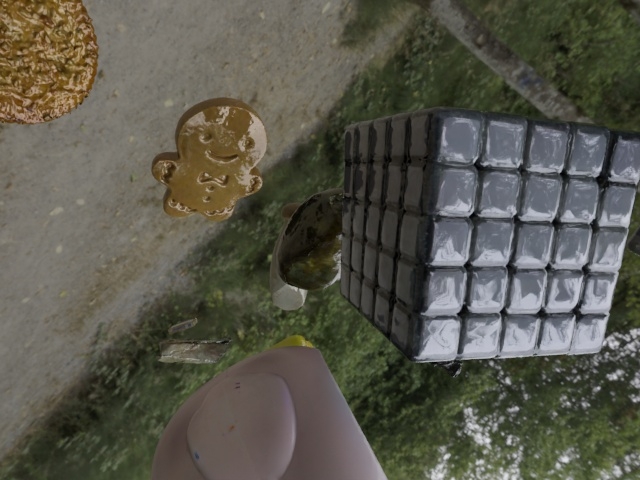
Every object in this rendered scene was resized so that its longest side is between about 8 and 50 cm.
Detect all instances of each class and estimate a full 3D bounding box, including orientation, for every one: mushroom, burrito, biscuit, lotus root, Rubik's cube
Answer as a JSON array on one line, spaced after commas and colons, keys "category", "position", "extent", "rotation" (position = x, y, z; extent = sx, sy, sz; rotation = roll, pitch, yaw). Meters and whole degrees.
[{"category": "mushroom", "position": [-0.086, 0.058, 1.417], "extent": [0.128, 0.128, 0.350], "rotation": [-48, 150, -73]}, {"category": "burrito", "position": [-0.246, 0.218, 0.924], "extent": [0.041, 0.149, 0.055], "rotation": [-38, -127, 52]}, {"category": "biscuit", "position": [-0.433, -0.291, 0.663], "extent": [0.254, 0.035, 0.254], "rotation": [-17, 111, -54]}, {"category": "lotus root", "position": [0.000, 0.000, 0.936], "extent": [0.160, 0.152, 0.275], "rotation": [0, 148, -27]}, {"category": "Rubik's cube", "position": [0.163, -0.019, 0.536], "extent": [0.237, 0.236, 0.238], "rotation": [-141, -127, -72]}, {"category": "biscuit", "position": [-0.255, -0.178, 1.126], "extent": [0.355, 0.275, 0.052], "rotation": [-54, -138, 36]}]

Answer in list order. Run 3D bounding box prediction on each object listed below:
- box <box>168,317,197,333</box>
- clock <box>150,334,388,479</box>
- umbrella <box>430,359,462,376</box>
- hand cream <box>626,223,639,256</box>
[{"category": "box", "position": [-0.256, 0.159, 0.875], "extent": [0.046, 0.012, 0.083], "rotation": [-18, 180, -11]}, {"category": "clock", "position": [-0.030, 0.330, 0.529], "extent": [0.250, 0.368, 0.377], "rotation": [-28, -141, -8]}, {"category": "umbrella", "position": [0.192, 0.204, 0.867], "extent": [0.040, 0.143, 0.037], "rotation": [-60, 176, -5]}, {"category": "hand cream", "position": [0.415, -0.083, 0.471], "extent": [0.255, 0.079, 0.048], "rotation": [-62, -173, 20]}]
